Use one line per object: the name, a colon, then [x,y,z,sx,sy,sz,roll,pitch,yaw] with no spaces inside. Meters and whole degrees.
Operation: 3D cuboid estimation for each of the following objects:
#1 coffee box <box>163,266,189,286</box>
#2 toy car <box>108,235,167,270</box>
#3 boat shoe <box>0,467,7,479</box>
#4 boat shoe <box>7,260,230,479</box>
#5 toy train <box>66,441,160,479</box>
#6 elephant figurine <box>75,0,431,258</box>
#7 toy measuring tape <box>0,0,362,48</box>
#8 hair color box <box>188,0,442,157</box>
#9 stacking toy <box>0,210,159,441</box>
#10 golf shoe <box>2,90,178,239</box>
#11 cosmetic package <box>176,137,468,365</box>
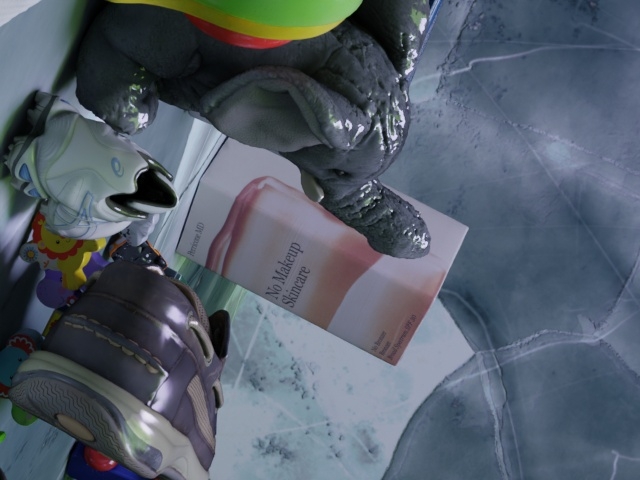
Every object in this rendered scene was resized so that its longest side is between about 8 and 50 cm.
coffee box: [-0.189,0.087,1.688,0.113,0.040,0.184,-62,178,-6]
toy car: [-0.190,0.036,1.351,0.122,0.060,0.040,-47,-133,15]
boat shoe: [-0.269,0.230,1.027,0.227,0.081,0.068,-75,-173,-64]
boat shoe: [-0.112,0.092,1.062,0.130,0.132,0.355,-60,178,-8]
toy train: [-0.162,0.265,1.818,0.105,0.248,0.143,114,-1,-55]
elephant figurine: [-0.010,-0.103,0.914,0.169,0.239,0.186,-63,178,6]
toy measuring tape: [-0.053,-0.125,0.704,0.330,0.121,0.121,-47,166,-50]
hair color box: [-0.012,-0.152,1.207,0.347,0.174,0.105,109,7,-79]
stacking toy: [-0.197,0.060,1.087,0.221,0.052,0.167,-62,177,13]
golf shoe: [-0.123,-0.027,0.908,0.176,0.086,0.069,52,61,-78]
cosmetic package: [0.000,0.000,1.767,0.129,0.296,0.153,-60,175,-40]
